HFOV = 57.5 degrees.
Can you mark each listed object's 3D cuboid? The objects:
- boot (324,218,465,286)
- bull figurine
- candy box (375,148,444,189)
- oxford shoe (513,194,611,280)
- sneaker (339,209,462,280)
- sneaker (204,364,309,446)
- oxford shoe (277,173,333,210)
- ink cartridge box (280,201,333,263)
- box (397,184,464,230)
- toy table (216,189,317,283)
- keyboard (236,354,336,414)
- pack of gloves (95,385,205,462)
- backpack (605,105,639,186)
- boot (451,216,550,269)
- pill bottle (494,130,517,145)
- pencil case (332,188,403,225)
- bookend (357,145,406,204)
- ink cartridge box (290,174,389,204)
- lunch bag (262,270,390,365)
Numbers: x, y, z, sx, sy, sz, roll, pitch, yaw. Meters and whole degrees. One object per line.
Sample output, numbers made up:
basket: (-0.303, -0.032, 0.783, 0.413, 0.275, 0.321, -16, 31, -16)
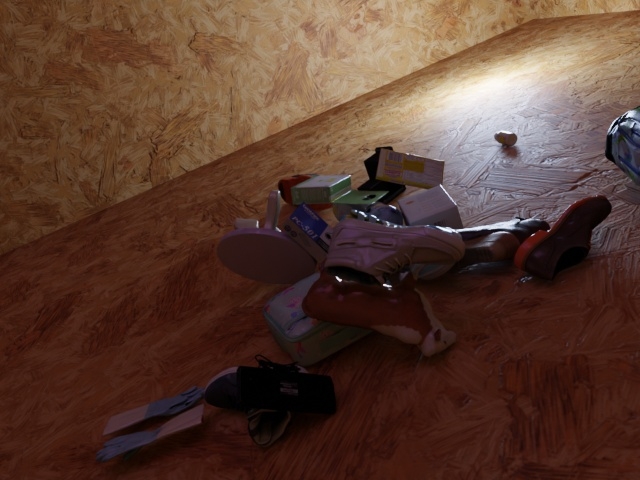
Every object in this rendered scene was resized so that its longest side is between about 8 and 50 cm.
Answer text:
boot: (0.137, 0.040, 1.107, 0.258, 0.095, 0.123, 7, 55, 17)
bull figurine: (0.122, 0.117, 1.151, 0.310, 0.101, 0.188, 12, 50, 11)
candy box: (0.280, -0.219, 1.812, 0.205, 0.027, 0.105, 12, 67, 0)
oxford shoe: (0.536, 0.000, 1.230, 0.271, 0.097, 0.098, -35, 45, -17)
sneaker: (0.156, 0.002, 1.333, 0.319, 0.208, 0.127, -9, 61, 62)
sneaker: (-0.143, 0.316, 1.113, 0.226, 0.086, 0.163, -13, 21, 17)
oxford shoe: (-0.016, -0.195, 2.092, 0.132, 0.130, 0.363, -25, 23, -27)
ink cartridge box: (0.000, 0.000, 1.541, 0.046, 0.207, 0.097, -43, 6, 38)
box: (0.293, -0.063, 1.556, 0.130, 0.091, 0.170, -20, 23, 6)
toy table: (-0.135, 0.006, 1.632, 0.274, 0.252, 0.161, 15, 40, 1)
keyboard: (-0.064, 0.268, 1.066, 0.038, 0.192, 0.100, -50, 35, 46)
pack of gloves: (-0.342, 0.389, 1.214, 0.232, 0.046, 0.195, -20, 11, -3)
backpack: (0.802, -0.197, 1.244, 0.290, 0.273, 0.355, -7, 38, 17)
boot: (0.387, 0.000, 1.384, 0.207, 0.090, 0.248, -21, 16, -34)
pill bottle: (0.617, -0.343, 1.950, 0.043, 0.043, 0.083, -26, 23, -8)
pencil case: (0.129, -0.073, 1.690, 0.113, 0.124, 0.273, -64, 23, 5)
bookend: (0.182, -0.199, 1.874, 0.156, 0.157, 0.072, -37, 26, -33)
ink cartridge box: (0.057, -0.145, 1.657, 0.235, 0.056, 0.171, 0, 17, 25)
lunch bag: (0.026, 0.151, 1.300, 0.279, 0.108, 0.224, -28, 23, -15)
